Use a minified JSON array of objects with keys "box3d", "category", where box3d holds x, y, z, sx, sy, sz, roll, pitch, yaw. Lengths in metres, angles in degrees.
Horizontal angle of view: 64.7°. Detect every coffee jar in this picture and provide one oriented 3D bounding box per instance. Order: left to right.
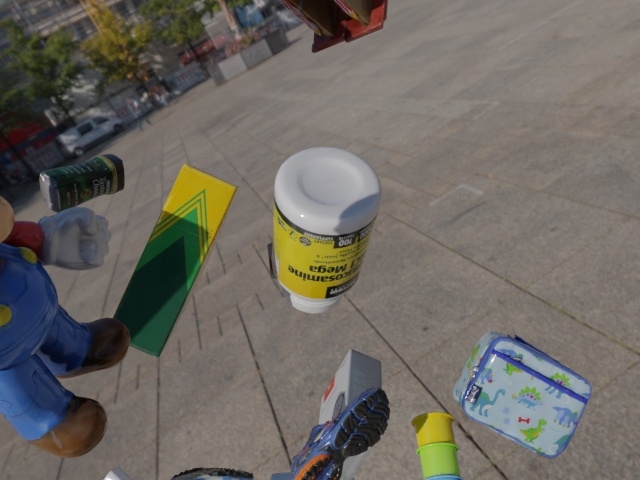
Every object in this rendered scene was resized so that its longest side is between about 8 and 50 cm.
[{"box3d":[-0.548,-0.138,1.182,0.079,0.096,0.184,30,38,22],"category":"coffee jar"}]

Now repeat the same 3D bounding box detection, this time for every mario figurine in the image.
[{"box3d":[-0.226,0.039,0.358,0.170,0.321,0.198,-35,51,-16],"category":"mario figurine"}]

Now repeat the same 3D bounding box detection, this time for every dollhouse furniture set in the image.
[{"box3d":[0.007,-0.532,0.821,0.152,0.201,0.375,-2,77,37],"category":"dollhouse furniture set"}]

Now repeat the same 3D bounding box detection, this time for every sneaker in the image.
[{"box3d":[-0.205,0.390,0.744,0.237,0.086,0.085,3,-16,-40],"category":"sneaker"},{"box3d":[0.026,0.330,0.857,0.221,0.083,0.087,-43,23,-10],"category":"sneaker"}]

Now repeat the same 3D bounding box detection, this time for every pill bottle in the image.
[{"box3d":[0.000,0.000,0.981,0.187,0.334,0.188,3,53,-4],"category":"pill bottle"}]

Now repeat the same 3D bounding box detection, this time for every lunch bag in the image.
[{"box3d":[0.376,0.283,0.950,0.176,0.218,0.090,-60,1,-1],"category":"lunch bag"}]

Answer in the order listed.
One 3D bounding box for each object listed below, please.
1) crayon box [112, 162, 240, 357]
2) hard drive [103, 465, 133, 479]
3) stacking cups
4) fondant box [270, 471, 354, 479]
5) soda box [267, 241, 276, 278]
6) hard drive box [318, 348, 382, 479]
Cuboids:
[{"box3d":[-0.266,0.015,0.993,0.313,0.106,0.363,-64,11,2],"category":"crayon box"},{"box3d":[-0.416,0.735,1.163,0.233,0.353,0.047,-54,-12,0],"category":"hard drive"},{"box3d":[0.254,0.512,1.010,0.095,0.096,0.316,-21,45,18],"category":"stacking cups"},{"box3d":[-0.018,0.728,1.306,0.238,0.096,0.330,-5,7,0],"category":"fondant box"},{"box3d":[-0.030,0.015,1.288,0.083,0.092,0.263,3,19,27],"category":"soda box"},{"box3d":[0.066,0.398,1.164,0.232,0.089,0.181,-76,11,-66],"category":"hard drive box"}]
